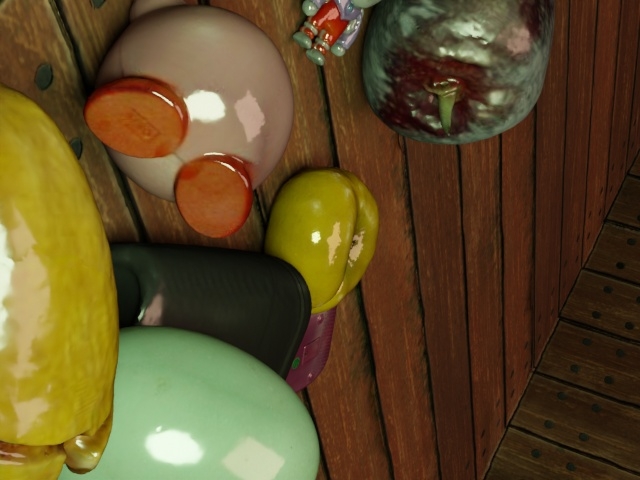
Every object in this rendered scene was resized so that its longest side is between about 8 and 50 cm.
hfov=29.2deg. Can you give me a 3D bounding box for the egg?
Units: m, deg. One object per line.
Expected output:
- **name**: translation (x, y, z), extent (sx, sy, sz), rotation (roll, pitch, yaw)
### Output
- **egg**: translation (-0.112, 0.154, 0.959), extent (0.168, 0.231, 0.168), rotation (-164, -90, -75)

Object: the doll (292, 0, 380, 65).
- **doll**: translation (0.046, -0.294, 1.328), extent (0.227, 0.075, 0.102), rotation (-54, 145, -10)

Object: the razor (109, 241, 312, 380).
- **razor**: translation (-0.122, 0.104, 1.184), extent (0.349, 0.113, 0.204), rotation (9, 102, -67)

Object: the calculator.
- **calculator**: translation (-0.028, 0.137, 1.534), extent (0.190, 0.034, 0.126), rotation (-32, 137, -56)

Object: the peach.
- **peach**: translation (0.000, 0.000, 1.400), extent (0.179, 0.103, 0.179), rotation (-50, 151, -42)

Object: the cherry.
- **cherry**: translation (0.165, -0.238, 1.442), extent (0.255, 0.218, 0.296), rotation (102, 11, -52)

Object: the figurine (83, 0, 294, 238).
- **figurine**: translation (-0.102, -0.113, 1.006), extent (0.173, 0.173, 0.173), rotation (-48, 148, -44)

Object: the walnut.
- **walnut**: translation (-0.230, 0.028, 0.777), extent (0.209, 0.209, 0.336), rotation (-37, 132, -54)
